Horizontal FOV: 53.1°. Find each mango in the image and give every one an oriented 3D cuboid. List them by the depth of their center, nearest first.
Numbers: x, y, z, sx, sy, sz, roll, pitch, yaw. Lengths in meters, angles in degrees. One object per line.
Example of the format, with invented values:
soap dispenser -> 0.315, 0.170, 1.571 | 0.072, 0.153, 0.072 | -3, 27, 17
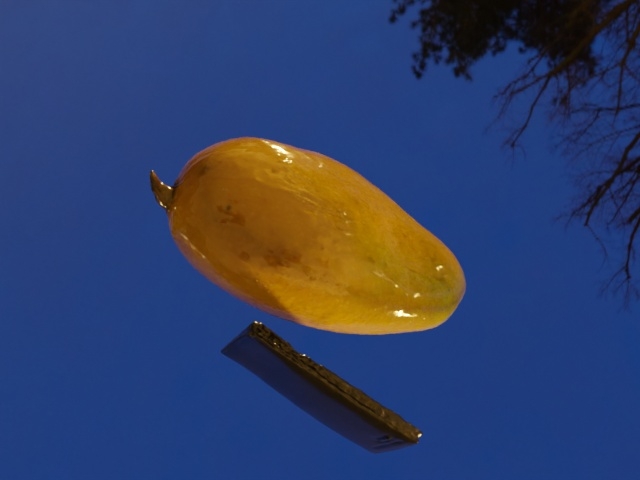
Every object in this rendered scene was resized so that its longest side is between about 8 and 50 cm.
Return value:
mango -> 0.000, 0.000, 0.574 | 0.119, 0.317, 0.176 | -56, -161, 33

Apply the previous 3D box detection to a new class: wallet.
wallet -> -0.004, 0.187, 0.776 | 0.244, 0.124, 0.025 | 35, -123, -9
